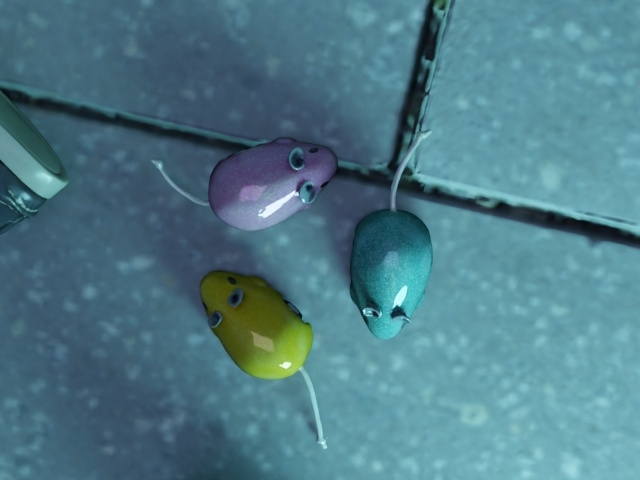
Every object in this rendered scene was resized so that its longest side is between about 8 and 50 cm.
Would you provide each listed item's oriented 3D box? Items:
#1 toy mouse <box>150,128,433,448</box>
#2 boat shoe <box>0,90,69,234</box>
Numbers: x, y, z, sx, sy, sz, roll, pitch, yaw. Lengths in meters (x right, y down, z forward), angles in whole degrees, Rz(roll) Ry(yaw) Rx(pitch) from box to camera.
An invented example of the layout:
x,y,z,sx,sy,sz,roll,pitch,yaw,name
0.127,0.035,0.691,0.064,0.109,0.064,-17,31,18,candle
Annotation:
x,y,z,sx,sy,sz,roll,pitch,yaw,name
0.000,0.000,0.633,0.143,0.031,0.161,-41,97,9,toy mouse
-0.206,-0.079,0.605,0.065,0.075,0.206,-43,101,6,boat shoe
